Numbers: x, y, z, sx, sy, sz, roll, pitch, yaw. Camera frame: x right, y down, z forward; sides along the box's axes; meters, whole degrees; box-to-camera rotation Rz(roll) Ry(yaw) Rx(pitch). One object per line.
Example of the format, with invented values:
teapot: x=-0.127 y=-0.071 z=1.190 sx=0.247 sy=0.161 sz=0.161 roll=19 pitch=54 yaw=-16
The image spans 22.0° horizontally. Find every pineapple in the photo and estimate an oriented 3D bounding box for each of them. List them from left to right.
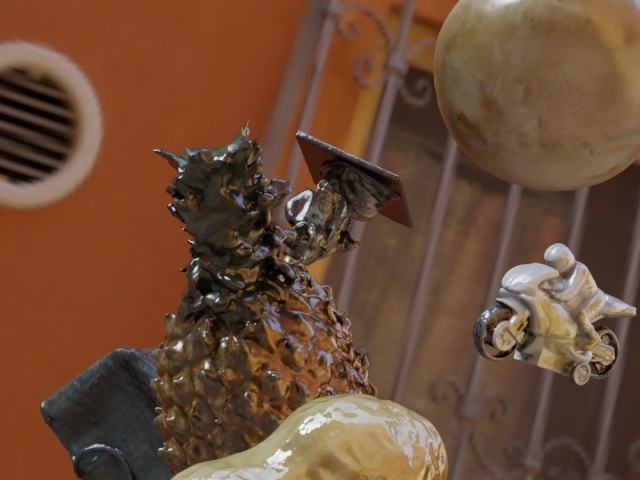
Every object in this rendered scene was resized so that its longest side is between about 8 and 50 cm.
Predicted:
pineapple: x=-0.061 y=0.078 z=1.400 sx=0.202 sy=0.202 sz=0.362 roll=8 pitch=-56 yaw=32

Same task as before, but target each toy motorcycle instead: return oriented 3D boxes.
toy motorcycle: x=0.268 y=0.080 z=1.857 sx=0.229 sy=0.151 sz=0.074 roll=12 pitch=1 yaw=-34

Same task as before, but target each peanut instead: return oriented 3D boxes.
peanut: x=-0.017 y=0.176 z=1.171 sx=0.236 sy=0.110 sz=0.120 roll=-14 pitch=-20 yaw=-28

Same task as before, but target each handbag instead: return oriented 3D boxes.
handbag: x=-0.176 y=0.231 z=1.720 sx=0.270 sy=0.175 sz=0.089 roll=54 pitch=22 yaw=19

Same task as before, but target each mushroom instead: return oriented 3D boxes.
mushroom: x=0.288 y=-0.219 z=2.017 sx=0.292 sy=0.292 sz=0.290 roll=13 pitch=27 yaw=11

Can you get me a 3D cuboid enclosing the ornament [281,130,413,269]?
ornament: x=0.000 y=0.000 z=2.097 sx=0.153 sy=0.196 sz=0.166 roll=27 pitch=-15 yaw=20
